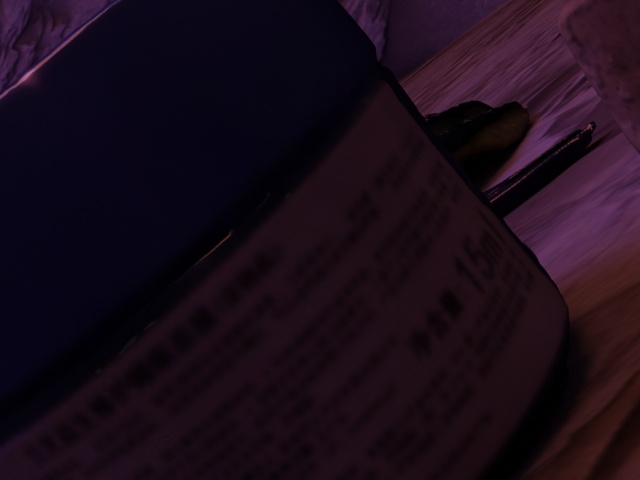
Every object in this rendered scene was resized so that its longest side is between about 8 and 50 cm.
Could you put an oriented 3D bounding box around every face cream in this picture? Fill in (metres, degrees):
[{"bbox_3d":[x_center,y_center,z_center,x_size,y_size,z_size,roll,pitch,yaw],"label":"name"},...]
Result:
[{"bbox_3d":[-0.050,0.023,0.524,0.249,0.225,0.249,-38,9,7],"label":"face cream"}]

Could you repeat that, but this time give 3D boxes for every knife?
[{"bbox_3d":[0.142,-0.042,0.839,0.121,0.018,0.031,-35,9,-1],"label":"knife"}]

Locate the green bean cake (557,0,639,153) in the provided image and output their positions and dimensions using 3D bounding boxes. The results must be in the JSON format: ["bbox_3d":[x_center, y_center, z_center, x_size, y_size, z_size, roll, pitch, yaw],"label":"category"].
[{"bbox_3d":[0.207,-0.110,0.593,0.085,0.109,0.179,-39,7,-22],"label":"green bean cake"}]

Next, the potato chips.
[{"bbox_3d":[0.000,0.000,1.073,0.358,0.070,0.429,-35,6,39],"label":"potato chips"}]
